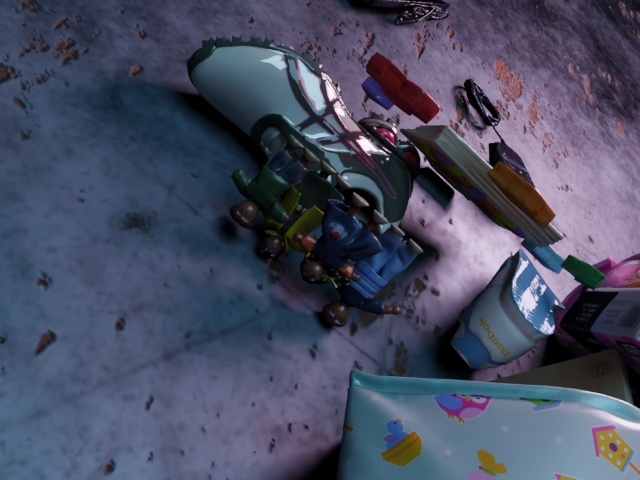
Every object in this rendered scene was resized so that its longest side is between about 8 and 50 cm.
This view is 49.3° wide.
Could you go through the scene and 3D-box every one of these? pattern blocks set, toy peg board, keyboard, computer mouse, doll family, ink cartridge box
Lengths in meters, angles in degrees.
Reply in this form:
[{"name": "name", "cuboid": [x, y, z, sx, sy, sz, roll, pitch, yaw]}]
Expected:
[{"name": "pattern blocks set", "cuboid": [0.167, -0.063, 0.752, 0.325, 0.026, 0.285, 42, 4, -1]}, {"name": "toy peg board", "cuboid": [0.222, 0.205, 0.639, 0.079, 0.161, 0.161, 39, 42, -33]}, {"name": "keyboard", "cuboid": [0.115, -0.349, 1.036, 0.192, 0.038, 0.100, -16, 48, -43]}, {"name": "computer mouse", "cuboid": [0.240, -0.136, 0.979, 0.071, 0.041, 0.242, 22, 42, -37]}, {"name": "doll family", "cuboid": [0.000, 0.000, 0.637, 0.193, 0.111, 0.076, 43, 8, 11]}, {"name": "ink cartridge box", "cuboid": [0.410, 0.184, 0.654, 0.371, 0.176, 0.069, 39, 86, 2]}]

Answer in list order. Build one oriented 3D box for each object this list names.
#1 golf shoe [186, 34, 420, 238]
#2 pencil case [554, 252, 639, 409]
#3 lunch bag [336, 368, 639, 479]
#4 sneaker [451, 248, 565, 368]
[{"name": "golf shoe", "cuboid": [-0.014, -0.101, 0.699, 0.273, 0.105, 0.120, 29, 53, -20]}, {"name": "pencil case", "cuboid": [0.455, 0.188, 0.830, 0.160, 0.167, 0.386, -45, 93, -3]}, {"name": "lunch bag", "cuboid": [0.136, 0.224, 0.488, 0.263, 0.160, 0.223, 6, 49, 4]}, {"name": "sneaker", "cuboid": [0.205, 0.073, 0.766, 0.087, 0.092, 0.229, 55, 24, 10]}]
